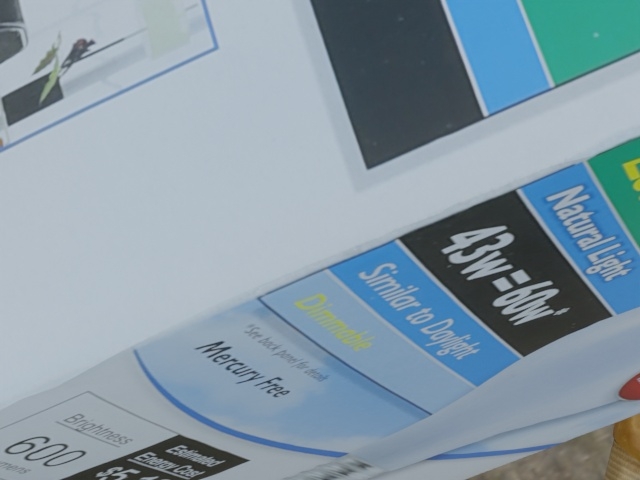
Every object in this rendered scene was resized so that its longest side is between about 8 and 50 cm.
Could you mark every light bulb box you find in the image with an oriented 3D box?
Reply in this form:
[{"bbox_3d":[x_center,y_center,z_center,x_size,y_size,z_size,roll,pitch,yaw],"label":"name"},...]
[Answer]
[{"bbox_3d":[0.040,-0.040,0.674,0.361,0.358,0.225,-24,67,15],"label":"light bulb box"}]

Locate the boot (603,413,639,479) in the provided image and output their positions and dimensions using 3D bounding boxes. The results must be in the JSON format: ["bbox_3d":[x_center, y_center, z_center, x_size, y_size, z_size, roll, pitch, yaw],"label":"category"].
[{"bbox_3d":[0.398,0.201,1.328,0.295,0.104,0.211,23,93,19],"label":"boot"}]
